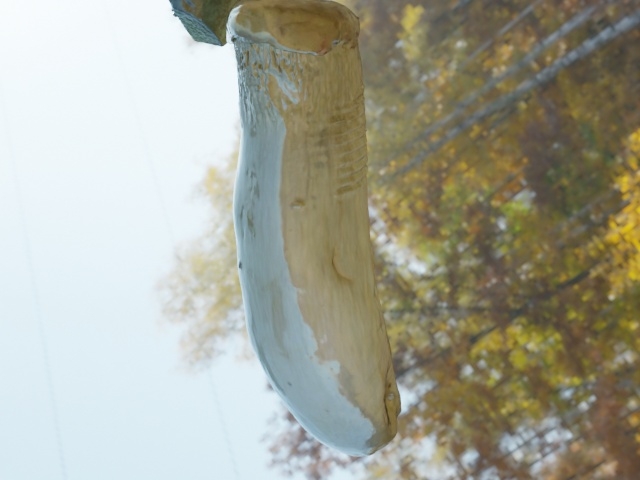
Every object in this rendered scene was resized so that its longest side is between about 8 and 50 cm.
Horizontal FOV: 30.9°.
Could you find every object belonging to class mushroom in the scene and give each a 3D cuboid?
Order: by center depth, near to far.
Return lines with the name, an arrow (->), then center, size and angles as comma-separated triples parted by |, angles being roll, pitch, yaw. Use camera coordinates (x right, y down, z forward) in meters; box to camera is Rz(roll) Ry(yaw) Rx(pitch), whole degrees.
mushroom -> 0.000, 0.000, 0.807 | 0.122, 0.095, 0.351 | -32, -57, -45

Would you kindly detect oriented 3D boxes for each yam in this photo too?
yam -> -0.084, -0.216, 0.823 | 0.069, 0.147, 0.070 | 12, -163, -4
